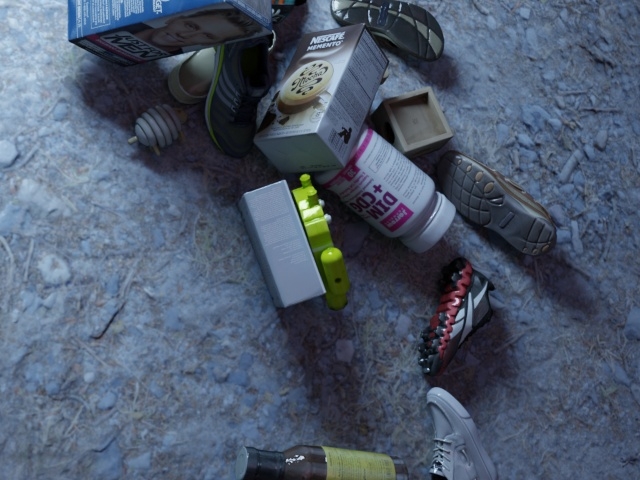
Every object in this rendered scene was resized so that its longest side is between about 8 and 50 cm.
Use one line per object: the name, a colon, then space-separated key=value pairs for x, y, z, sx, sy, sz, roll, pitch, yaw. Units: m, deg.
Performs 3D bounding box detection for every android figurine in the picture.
android figurine: x=0.000 y=0.000 z=1.819 sx=0.056 sy=0.248 sz=0.272 roll=-16 pitch=121 yaw=-4

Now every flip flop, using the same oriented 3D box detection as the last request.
flip flop: x=0.151 y=-0.485 z=2.070 sx=0.277 sy=0.080 sz=0.112 roll=19 pitch=78 yaw=-4

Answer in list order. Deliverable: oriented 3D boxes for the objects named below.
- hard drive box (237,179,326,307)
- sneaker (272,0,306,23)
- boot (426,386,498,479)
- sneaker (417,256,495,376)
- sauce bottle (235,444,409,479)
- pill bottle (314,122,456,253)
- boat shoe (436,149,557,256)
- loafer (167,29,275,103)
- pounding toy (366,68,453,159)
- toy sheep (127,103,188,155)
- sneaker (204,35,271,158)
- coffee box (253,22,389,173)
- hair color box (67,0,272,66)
hard drive box: x=-0.081 y=0.013 z=1.808 sx=0.089 sy=0.181 sz=0.232 roll=-19 pitch=89 yaw=-9
sneaker: x=-0.120 y=-0.499 z=1.900 sx=0.302 sy=0.108 sz=0.121 roll=-43 pitch=117 yaw=-42
boot: x=0.275 y=0.448 z=1.938 sx=0.123 sy=0.095 sz=0.258 roll=-34 pitch=96 yaw=-32
sneaker: x=0.305 y=0.180 z=1.999 sx=0.135 sy=0.098 sz=0.276 roll=27 pitch=70 yaw=-15
sauce bottle: x=0.003 y=0.460 z=1.811 sx=0.345 sy=0.111 sz=0.111 roll=14 pitch=75 yaw=-21
pill bottle: x=0.141 y=-0.107 z=1.943 sx=0.283 sy=0.160 sz=0.160 roll=37 pitch=68 yaw=-16
boat shoe: x=0.404 y=-0.093 z=2.097 sx=0.324 sy=0.123 sz=0.116 roll=41 pitch=34 yaw=-3
loafer: x=-0.198 y=-0.376 z=1.882 sx=0.268 sy=0.092 sz=0.102 roll=-40 pitch=97 yaw=-24
pounding toy: x=0.162 y=-0.280 z=2.029 sx=0.181 sy=0.094 sz=0.206 roll=-20 pitch=80 yaw=-20
toy sheep: x=-0.321 y=-0.221 z=1.808 sx=0.132 sy=0.091 sz=0.091 roll=-34 pitch=95 yaw=-20
sneaker: x=-0.158 y=-0.294 z=1.813 sx=0.111 sy=0.121 sz=0.299 roll=-14 pitch=126 yaw=-27
coffee box: x=0.005 y=-0.291 z=1.877 sx=0.119 sy=0.168 sz=0.297 roll=48 pitch=53 yaw=-40
hair color box: x=-0.281 y=-0.424 z=1.701 sx=0.174 sy=0.347 sz=0.105 roll=14 pitch=71 yaw=-63
